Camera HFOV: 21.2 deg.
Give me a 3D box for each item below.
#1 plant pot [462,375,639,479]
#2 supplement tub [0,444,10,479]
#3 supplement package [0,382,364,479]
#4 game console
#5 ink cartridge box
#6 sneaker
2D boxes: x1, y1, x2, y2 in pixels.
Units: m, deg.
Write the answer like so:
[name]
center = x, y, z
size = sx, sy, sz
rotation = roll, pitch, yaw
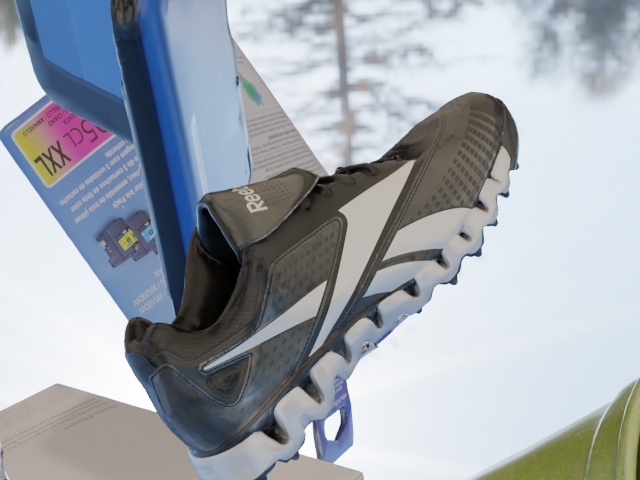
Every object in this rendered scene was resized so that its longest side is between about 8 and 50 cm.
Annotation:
[plant pot]
center = 0.216, 0.230, 1.215
size = 0.276, 0.276, 0.254
rotation = -24, 179, -45
[supplement tub]
center = -0.142, 0.159, 0.582
size = 0.117, 0.190, 0.117
rotation = -10, 165, -3
[supplement package]
center = -0.131, 0.235, 1.182
size = 0.293, 0.178, 0.175
rotation = 11, -157, 35
[game console]
center = -0.144, -0.113, 1.051
size = 0.173, 0.293, 0.250
rotation = 1, -133, 8
[ink cartridge box]
center = -0.070, 0.012, 1.514
size = 0.151, 0.395, 0.270
rotation = -38, 177, 19
[sneaker]
center = 0.000, 0.000, 0.780
size = 0.234, 0.106, 0.078
rotation = -49, -158, -17
